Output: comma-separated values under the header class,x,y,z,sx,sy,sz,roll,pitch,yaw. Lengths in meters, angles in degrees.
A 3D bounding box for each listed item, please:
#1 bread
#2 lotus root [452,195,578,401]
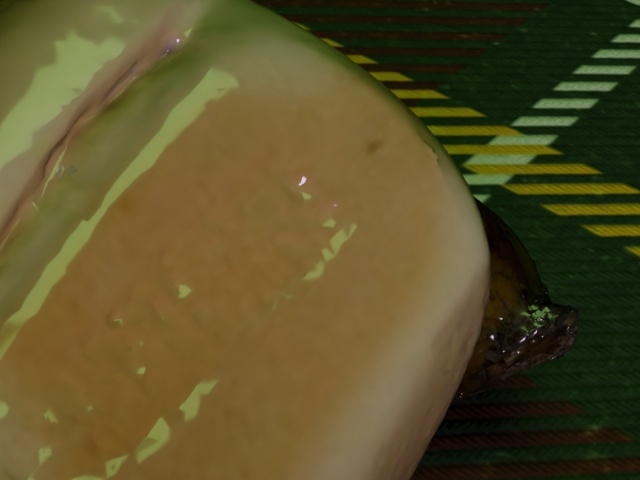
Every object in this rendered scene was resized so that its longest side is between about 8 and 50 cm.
class,x,y,z,sx,sy,sz,roll,pitch,yaw
bread,-0.099,0.042,0.855,0.348,0.253,0.376,36,69,-7
lotus root,0.000,0.000,1.110,0.397,0.179,0.196,25,17,22
